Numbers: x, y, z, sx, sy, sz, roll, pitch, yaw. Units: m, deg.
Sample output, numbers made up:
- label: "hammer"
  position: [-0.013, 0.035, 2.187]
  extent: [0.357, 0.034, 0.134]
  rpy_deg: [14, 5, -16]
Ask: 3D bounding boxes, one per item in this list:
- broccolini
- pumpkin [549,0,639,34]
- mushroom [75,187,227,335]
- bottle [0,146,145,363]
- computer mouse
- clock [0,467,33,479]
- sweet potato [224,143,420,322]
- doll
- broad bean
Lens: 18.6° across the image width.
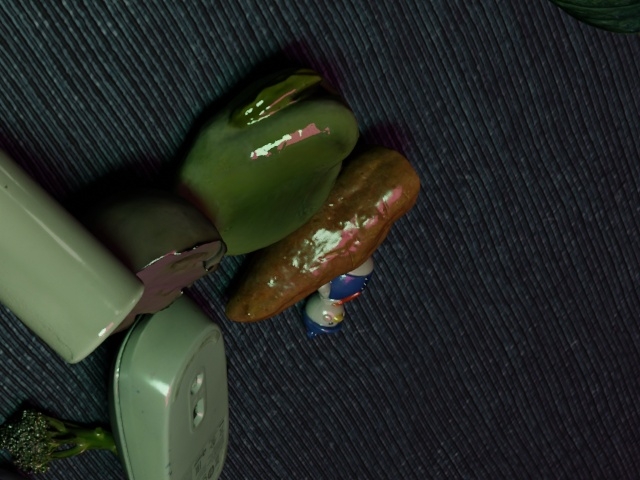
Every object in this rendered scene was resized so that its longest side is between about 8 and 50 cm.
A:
- label: "broccolini"
  position: [-0.240, 0.219, 2.066]
  extent: [0.216, 0.058, 0.067]
  rpy_deg: [17, 110, -45]
- label: "pumpkin"
  position: [0.279, -0.352, 1.818]
  extent: [0.197, 0.263, 0.293]
  rpy_deg: [24, 108, -40]
- label: "mushroom"
  position: [-0.184, 0.014, 1.878]
  extent: [0.188, 0.117, 0.141]
  rpy_deg: [-32, 176, 26]
- label: "bottle"
  position: [-0.276, -0.005, 1.745]
  extent: [0.245, 0.104, 0.104]
  rpy_deg: [44, 94, -10]
- label: "computer mouse"
  position: [-0.167, 0.181, 2.048]
  extent: [0.159, 0.097, 0.288]
  rpy_deg: [-58, 158, -43]
- label: "clock"
  position: [-0.386, 0.411, 2.002]
  extent: [0.322, 0.113, 0.295]
  rpy_deg: [-44, 135, -35]
- label: "sweet potato"
  position: [0.000, 0.000, 2.037]
  extent: [0.252, 0.097, 0.097]
  rpy_deg: [-44, 139, 9]
- label: "doll"
  position: [0.018, 0.051, 2.123]
  extent: [0.099, 0.058, 0.143]
  rpy_deg: [-17, 143, -54]
- label: "broad bean"
  position: [-0.057, -0.073, 1.925]
  extent: [0.169, 0.100, 0.228]
  rpy_deg: [3, 125, -31]
